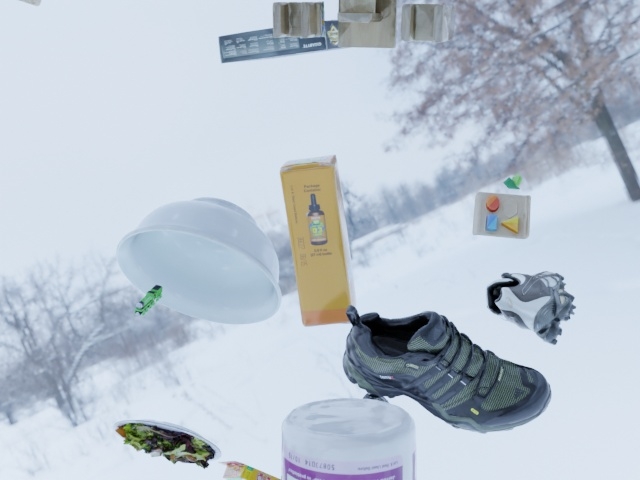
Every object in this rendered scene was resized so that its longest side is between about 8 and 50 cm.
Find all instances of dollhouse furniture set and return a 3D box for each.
[{"bbox_3d":[0.066,-0.366,0.973,0.212,0.242,0.161,6,18,18],"label":"dollhouse furniture set"}]

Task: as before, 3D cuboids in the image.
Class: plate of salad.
[{"bbox_3d":[-0.276,0.368,1.392,0.200,0.200,0.048,-26,41,44],"label":"plate of salad"}]

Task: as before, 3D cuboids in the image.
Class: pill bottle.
[{"bbox_3d":[0.035,0.362,0.962,0.169,0.302,0.169,-1,5,0],"label":"pill bottle"}]

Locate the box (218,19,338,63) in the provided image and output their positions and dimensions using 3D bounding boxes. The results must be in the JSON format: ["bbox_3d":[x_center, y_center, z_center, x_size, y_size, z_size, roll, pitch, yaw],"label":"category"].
[{"bbox_3d":[-0.044,-0.358,1.397,0.220,0.051,0.175,0,15,29],"label":"box"}]

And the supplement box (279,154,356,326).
[{"bbox_3d":[0.000,0.000,1.101,0.078,0.233,0.080,-5,18,9],"label":"supplement box"}]

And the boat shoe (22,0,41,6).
[{"bbox_3d":[-0.619,-0.461,1.352,0.302,0.098,0.109,9,9,11],"label":"boat shoe"}]

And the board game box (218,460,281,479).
[{"bbox_3d":[-0.086,0.515,1.607,0.124,0.259,0.039,-35,28,61],"label":"board game box"}]

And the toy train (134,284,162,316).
[{"bbox_3d":[-0.265,0.092,1.205,0.017,0.024,0.083,14,21,7],"label":"toy train"}]

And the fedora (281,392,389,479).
[{"bbox_3d":[0.021,0.409,1.272,0.152,0.334,0.334,8,-10,-12],"label":"fedora"}]

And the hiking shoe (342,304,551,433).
[{"bbox_3d":[0.130,0.131,0.818,0.227,0.086,0.114,11,-37,13],"label":"hiking shoe"}]

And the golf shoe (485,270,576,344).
[{"bbox_3d":[0.249,0.065,0.956,0.198,0.094,0.077,-18,-50,-82],"label":"golf shoe"}]

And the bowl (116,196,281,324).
[{"bbox_3d":[-0.195,0.018,1.368,0.298,0.298,0.134,-26,39,46],"label":"bowl"}]

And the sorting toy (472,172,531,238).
[{"bbox_3d":[0.203,-0.041,0.871,0.062,0.083,0.012,3,-30,13],"label":"sorting toy"}]
